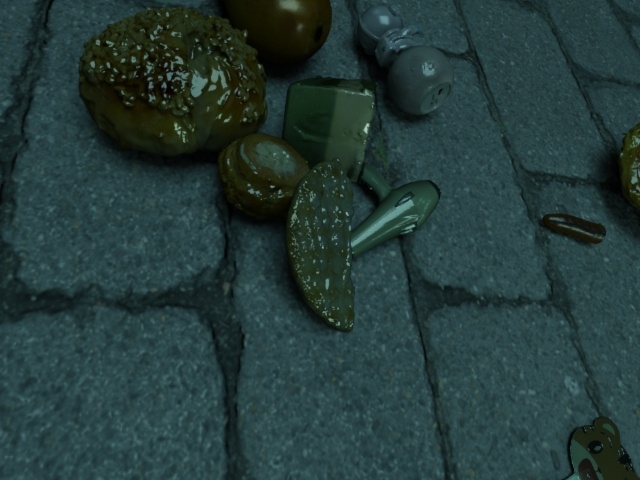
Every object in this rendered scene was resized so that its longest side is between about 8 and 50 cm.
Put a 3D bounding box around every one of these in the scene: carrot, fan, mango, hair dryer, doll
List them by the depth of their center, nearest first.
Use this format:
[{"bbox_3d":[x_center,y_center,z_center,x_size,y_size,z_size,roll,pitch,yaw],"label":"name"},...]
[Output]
[{"bbox_3d":[0.444,0.392,0.770,0.226,0.008,0.153,-6,67,-22],"label":"fan"},{"bbox_3d":[0.085,-0.065,0.862,0.224,0.088,0.219,29,61,13],"label":"hair dryer"},{"bbox_3d":[-0.102,-0.495,0.965,0.211,0.173,0.317,-23,61,-21],"label":"mango"},{"bbox_3d":[0.546,-0.034,1.007,0.139,0.048,0.048,17,59,-8],"label":"carrot"},{"bbox_3d":[0.174,-0.412,1.031,0.150,0.151,0.287,-20,67,-26],"label":"doll"}]

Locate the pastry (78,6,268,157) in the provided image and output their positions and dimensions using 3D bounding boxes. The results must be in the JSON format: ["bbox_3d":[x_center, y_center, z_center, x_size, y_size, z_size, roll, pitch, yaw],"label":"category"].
[{"bbox_3d":[-0.242,-0.282,0.783,0.315,0.184,0.285,-4,58,-19],"label":"pastry"}]

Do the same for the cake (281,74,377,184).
[{"bbox_3d":[0.033,-0.275,0.871,0.157,0.172,0.284,12,57,4],"label":"cake"}]

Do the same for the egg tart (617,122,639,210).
[{"bbox_3d":[0.853,-0.149,1.078,0.351,0.153,0.339,-41,67,-18],"label":"egg tart"}]

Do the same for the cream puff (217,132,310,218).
[{"bbox_3d":[-0.096,-0.103,0.783,0.165,0.115,0.150,38,43,-8],"label":"cream puff"}]

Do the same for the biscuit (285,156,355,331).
[{"bbox_3d":[-0.001,0.000,0.744,0.141,0.038,0.290,8,79,-43],"label":"biscuit"}]
